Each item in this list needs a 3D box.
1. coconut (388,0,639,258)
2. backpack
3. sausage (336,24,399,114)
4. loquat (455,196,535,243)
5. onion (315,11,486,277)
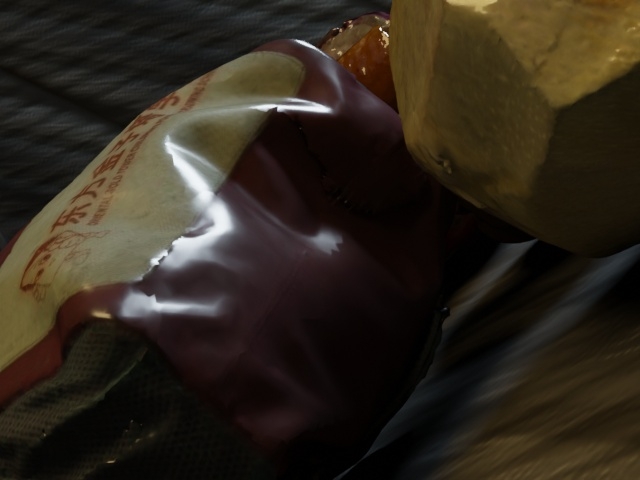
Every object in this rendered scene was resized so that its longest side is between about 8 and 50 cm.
[{"bbox_3d":[0.138,-0.099,0.764,0.237,0.237,0.197,-41,-34,0],"label":"coconut"},{"bbox_3d":[-0.091,0.084,0.833,0.317,0.197,0.283,-43,5,36],"label":"backpack"},{"bbox_3d":[-0.005,-0.002,0.965,0.302,0.103,0.076,-59,-6,34],"label":"sausage"},{"bbox_3d":[0.121,-0.064,0.962,0.137,0.113,0.137,-51,10,13],"label":"loquat"},{"bbox_3d":[0.049,-0.025,1.095,0.195,0.140,0.218,-39,43,26],"label":"onion"}]
